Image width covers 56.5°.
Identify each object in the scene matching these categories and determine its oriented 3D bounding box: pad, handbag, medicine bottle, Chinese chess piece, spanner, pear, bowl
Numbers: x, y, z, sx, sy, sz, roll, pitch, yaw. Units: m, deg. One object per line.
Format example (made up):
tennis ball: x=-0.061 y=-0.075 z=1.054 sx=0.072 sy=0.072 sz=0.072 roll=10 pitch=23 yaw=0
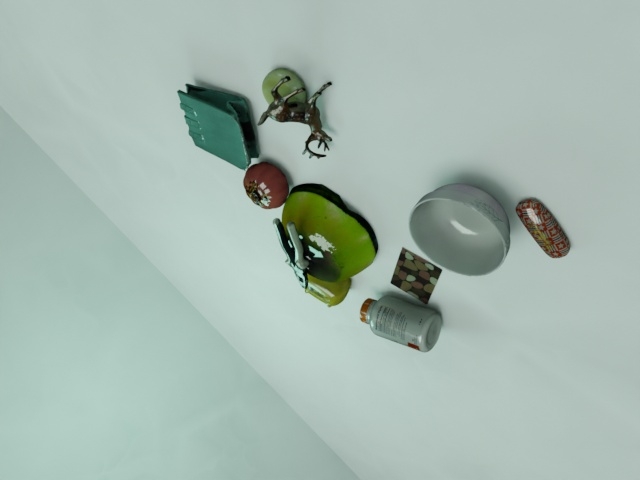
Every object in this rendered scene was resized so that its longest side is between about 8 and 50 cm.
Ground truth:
pad: x=0.333 y=0.128 z=2.095 sx=0.158 sy=0.003 sz=0.235 roll=30 pitch=146 yaw=15
handbag: x=-0.343 y=-0.400 z=2.054 sx=0.274 sy=0.100 sz=0.269 roll=24 pitch=148 yaw=25
medicine bottle: x=0.289 y=0.298 z=2.205 sx=0.288 sy=0.157 sz=0.157 roll=15 pitch=141 yaw=34
Chinese chess piece: x=-0.108 y=-0.446 z=1.789 sx=0.144 sy=0.058 sz=0.144 roll=28 pitch=145 yaw=21
spanner: x=-0.089 y=0.053 z=2.084 sx=0.095 sy=0.040 sz=0.325 roll=17 pitch=140 yaw=33
pear: x=-0.003 y=0.004 z=2.132 sx=0.398 sy=0.165 sz=0.399 roll=27 pitch=146 yaw=20
bowl: x=0.405 y=-0.048 z=1.672 sx=0.286 sy=0.144 sz=0.287 roll=27 pitch=146 yaw=20

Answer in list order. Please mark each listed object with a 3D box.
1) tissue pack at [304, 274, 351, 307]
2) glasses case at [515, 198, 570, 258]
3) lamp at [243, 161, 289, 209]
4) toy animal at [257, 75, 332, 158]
tissue pack: x=0.023 y=0.175 z=2.356 sx=0.178 sy=0.127 sz=0.123 roll=30 pitch=145 yaw=13
glasses case: x=0.596 y=-0.027 z=1.591 sx=0.194 sy=0.049 sz=0.073 roll=49 pitch=147 yaw=-14
lamp: x=-0.199 y=-0.189 z=2.121 sx=0.182 sy=0.140 sz=0.182 roll=30 pitch=145 yaw=24
toy animal: x=-0.055 y=-0.364 z=1.759 sx=0.243 sy=0.087 sz=0.260 roll=12 pitch=143 yaw=-17
